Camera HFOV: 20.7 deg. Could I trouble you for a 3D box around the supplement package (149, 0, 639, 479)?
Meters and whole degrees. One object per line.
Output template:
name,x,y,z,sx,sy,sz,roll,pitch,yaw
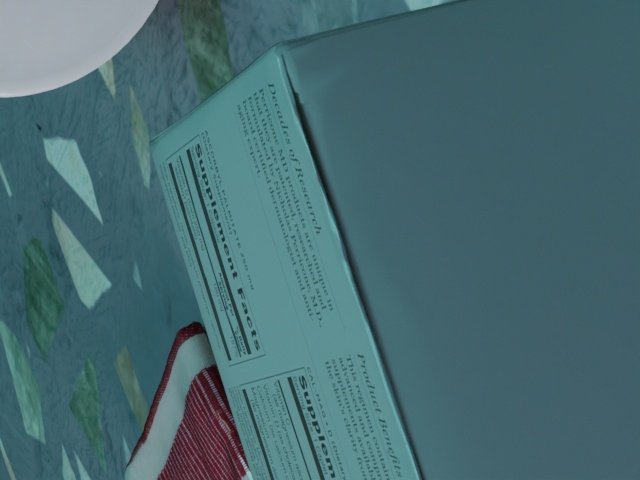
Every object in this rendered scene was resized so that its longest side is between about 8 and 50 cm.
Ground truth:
supplement package,0.090,0.051,0.595,0.145,0.204,0.262,-23,84,67

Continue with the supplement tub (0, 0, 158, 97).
supplement tub,-0.242,-0.229,1.080,0.325,0.235,0.235,37,137,53

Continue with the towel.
towel,-0.051,0.249,1.215,0.329,0.037,0.237,62,152,23
